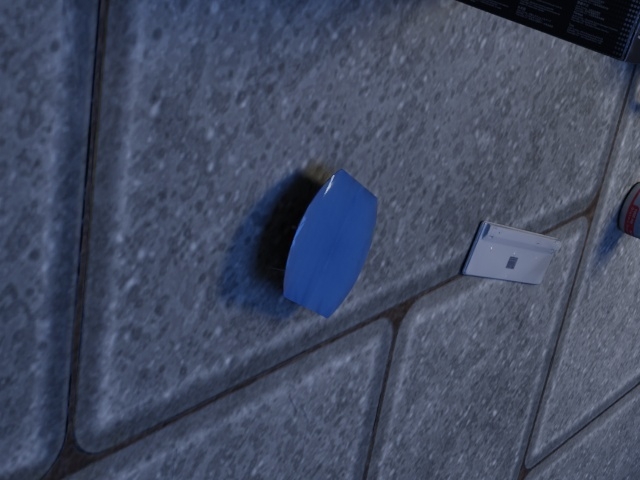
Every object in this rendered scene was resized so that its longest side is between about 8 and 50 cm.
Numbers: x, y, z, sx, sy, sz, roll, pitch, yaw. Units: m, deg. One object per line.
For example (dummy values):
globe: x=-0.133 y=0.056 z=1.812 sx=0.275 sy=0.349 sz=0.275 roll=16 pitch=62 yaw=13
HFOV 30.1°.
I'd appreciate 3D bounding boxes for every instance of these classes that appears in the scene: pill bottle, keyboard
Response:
pill bottle: x=0.550 y=-0.024 z=1.835 sx=0.087 sy=0.160 sz=0.087 roll=-35 pitch=138 yaw=-38
keyboard: x=0.256 y=0.020 z=1.578 sx=0.256 sy=0.014 sz=0.072 roll=9 pitch=110 yaw=-57

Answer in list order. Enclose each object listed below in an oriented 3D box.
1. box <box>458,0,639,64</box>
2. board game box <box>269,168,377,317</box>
box: x=0.204 y=-0.224 z=1.069 sx=0.216 sy=0.270 sz=0.060 roll=-4 pitch=117 yaw=-54
board game box: x=0.000 y=0.000 z=1.164 sx=0.133 sy=0.033 sz=0.168 roll=-67 pitch=154 yaw=-4
